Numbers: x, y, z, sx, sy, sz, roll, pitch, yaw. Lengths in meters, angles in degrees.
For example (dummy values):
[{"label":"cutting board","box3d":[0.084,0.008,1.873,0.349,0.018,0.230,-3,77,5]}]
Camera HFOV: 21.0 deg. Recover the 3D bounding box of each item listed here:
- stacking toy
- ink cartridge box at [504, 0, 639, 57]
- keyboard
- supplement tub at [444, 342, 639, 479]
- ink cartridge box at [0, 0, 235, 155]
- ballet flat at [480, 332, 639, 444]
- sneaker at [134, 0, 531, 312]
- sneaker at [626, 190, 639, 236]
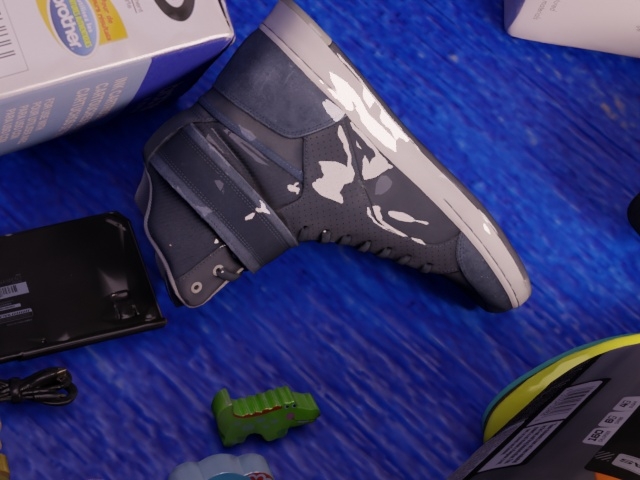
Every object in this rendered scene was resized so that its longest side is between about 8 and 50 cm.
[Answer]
[{"label":"stacking toy","box3d":[-0.086,0.130,0.851,0.221,0.052,0.167,-8,31,-16]},{"label":"ink cartridge box","box3d":[0.304,-0.216,1.118,0.353,0.119,0.207,8,61,-9]},{"label":"keyboard","box3d":[-0.176,0.049,0.939,0.180,0.023,0.108,-13,61,-17]},{"label":"supplement tub","box3d":[0.127,0.172,0.766,0.193,0.193,0.316,42,26,10]},{"label":"ink cartridge box","box3d":[-0.224,-0.176,0.933,0.395,0.151,0.270,-19,86,-19]},{"label":"ballet flat","box3d":[0.204,0.087,0.961,0.231,0.077,0.077,-16,39,-22]},{"label":"sneaker","box3d":[-0.001,-0.001,0.969,0.163,0.086,0.226,-45,109,0]},{"label":"sneaker","box3d":[0.332,-0.005,1.028,0.281,0.106,0.163,-16,71,-20]}]
